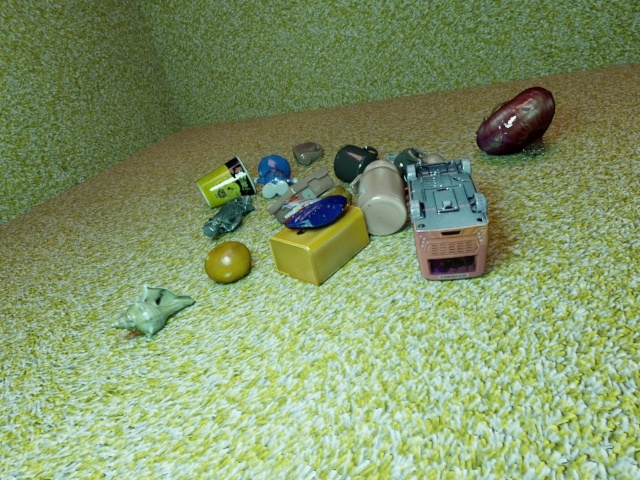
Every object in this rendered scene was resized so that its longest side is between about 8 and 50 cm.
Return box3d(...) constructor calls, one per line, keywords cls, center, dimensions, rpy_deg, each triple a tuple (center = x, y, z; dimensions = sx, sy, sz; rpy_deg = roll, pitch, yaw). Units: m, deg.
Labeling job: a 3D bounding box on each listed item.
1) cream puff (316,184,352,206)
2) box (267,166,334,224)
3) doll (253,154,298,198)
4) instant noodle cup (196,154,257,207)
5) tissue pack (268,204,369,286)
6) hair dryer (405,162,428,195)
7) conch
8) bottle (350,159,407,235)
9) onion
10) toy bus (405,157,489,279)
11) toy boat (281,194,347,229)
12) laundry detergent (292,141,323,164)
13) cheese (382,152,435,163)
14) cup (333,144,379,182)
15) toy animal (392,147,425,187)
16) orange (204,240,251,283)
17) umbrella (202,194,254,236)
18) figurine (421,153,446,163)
box3d(cls="cream puff", center=(0.048, -0.133, 1.549), dimensions=(0.166, 0.115, 0.150), rpy_deg=(-21, 16, 22))
box3d(cls="box", center=(-0.076, -0.176, 1.617), dimensions=(0.215, 0.086, 0.215), rpy_deg=(-38, 2, -39))
box3d(cls="doll", center=(-0.215, -0.303, 1.957), dimensions=(0.216, 0.161, 0.256), rpy_deg=(-1, 45, -5))
box3d(cls="instant noodle cup", center=(-0.455, -0.270, 1.938), dimensions=(0.236, 0.215, 0.215), rpy_deg=(-28, 31, -11))
box3d(cls="tissue pack", center=(0.000, 0.000, 1.313), dimensions=(0.195, 0.145, 0.275), rpy_deg=(16, 40, 38))
box3d(cls="hair dryer", center=(0.320, -0.200, 1.573), dimensions=(0.256, 0.128, 0.070), rpy_deg=(-22, 29, 6))
box3d(cls="conch", center=(-0.503, 0.202, 1.185), dimensions=(0.115, 0.137, 0.234), rpy_deg=(-28, 11, 28))
box3d(cls="bottle", center=(0.202, -0.166, 1.451), dimensions=(0.207, 0.173, 0.296), rpy_deg=(-18, 37, 22))
box3d(cls="onion", center=(0.852, -0.477, 1.730), dimensions=(0.348, 0.285, 0.347), rpy_deg=(-34, -5, -3))
box3d(cls="toy bus", center=(0.374, -0.081, 1.219), dimensions=(0.203, 0.232, 0.426), rpy_deg=(-5, 32, 13))
box3d(cls="toy boat", center=(-0.021, -0.110, 1.326), dimensions=(0.220, 0.071, 0.318), rpy_deg=(-16, 19, 0))
box3d(cls="laundry detergent", center=(-0.061, -0.491, 2.278), dimensions=(0.172, 0.075, 0.237), rpy_deg=(-17, 29, -7))
box3d(cls="cheese", center=(0.395, -0.356, 1.854), dimensions=(0.287, 0.074, 0.188), rpy_deg=(-7, 31, 9))
box3d(cls="cup", center=(0.180, -0.354, 1.828), dimensions=(0.177, 0.169, 0.223), rpy_deg=(26, 61, 42))
box3d(cls="toy animal", center=(0.325, -0.276, 1.676), dimensions=(0.270, 0.082, 0.137), rpy_deg=(-40, 56, 32))
box3d(cls="orange", center=(-0.302, 0.073, 1.327), dimensions=(0.156, 0.124, 0.156), rpy_deg=(-26, 24, 12))
box3d(cls="umbrella", center=(-0.389, -0.092, 1.684), dimensions=(0.144, 0.094, 0.348), rpy_deg=(-24, 19, 19))
box3d(cls="figurine", center=(0.467, -0.299, 1.684), dimensions=(0.138, 0.125, 0.125), rpy_deg=(-32, 32, -8))
